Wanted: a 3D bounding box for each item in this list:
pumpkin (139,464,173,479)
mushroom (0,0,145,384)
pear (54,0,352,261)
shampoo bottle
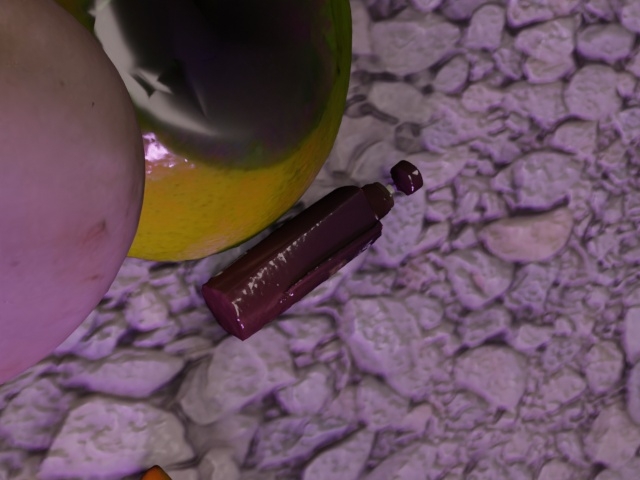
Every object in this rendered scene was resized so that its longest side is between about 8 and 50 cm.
[{"bbox_3d":[-0.090,0.371,1.120,0.258,0.095,0.290,28,69,-17],"label":"pumpkin"},{"bbox_3d":[-0.308,-0.054,0.945,0.362,0.362,0.294,3,44,-27],"label":"mushroom"},{"bbox_3d":[-0.125,-0.178,1.124,0.399,0.165,0.398,3,83,-27],"label":"pear"},{"bbox_3d":[0.000,0.002,1.227,0.236,0.068,0.067,-36,101,-24],"label":"shampoo bottle"}]
